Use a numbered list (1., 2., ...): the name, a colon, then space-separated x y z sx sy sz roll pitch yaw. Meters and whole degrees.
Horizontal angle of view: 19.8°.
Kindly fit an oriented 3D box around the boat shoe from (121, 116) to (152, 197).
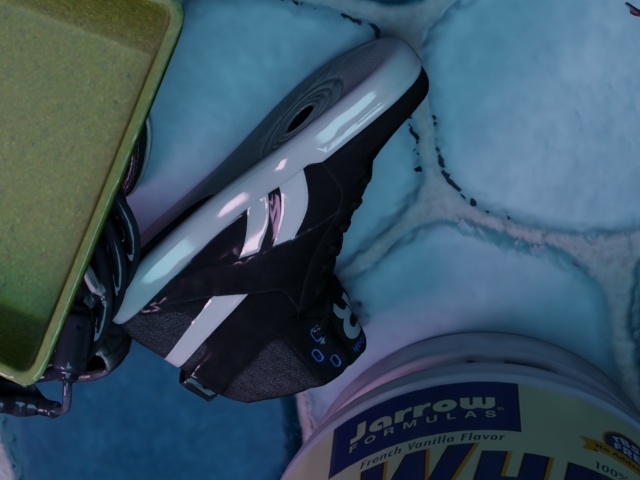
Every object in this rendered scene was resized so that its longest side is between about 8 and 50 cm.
1. boat shoe: -0.107 -0.074 0.915 0.046 0.038 0.125 6 113 1

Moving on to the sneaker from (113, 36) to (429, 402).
1. sneaker: 0.000 0.000 0.926 0.121 0.079 0.217 43 117 -17

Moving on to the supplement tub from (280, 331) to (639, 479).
1. supplement tub: 0.080 0.202 0.866 0.235 0.325 0.235 1 113 3

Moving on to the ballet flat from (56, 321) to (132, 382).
1. ballet flat: -0.186 0.048 0.966 0.173 0.049 0.057 -2 112 4

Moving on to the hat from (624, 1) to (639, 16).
1. hat: 0.255 -0.145 0.784 0.173 0.183 0.208 39 110 -13

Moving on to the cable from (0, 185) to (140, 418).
1. cable: -0.183 0.002 0.919 0.184 0.047 0.150 18 97 20

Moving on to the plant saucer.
1. plant saucer: -0.163 -0.049 0.874 0.188 0.045 0.188 22 92 24
